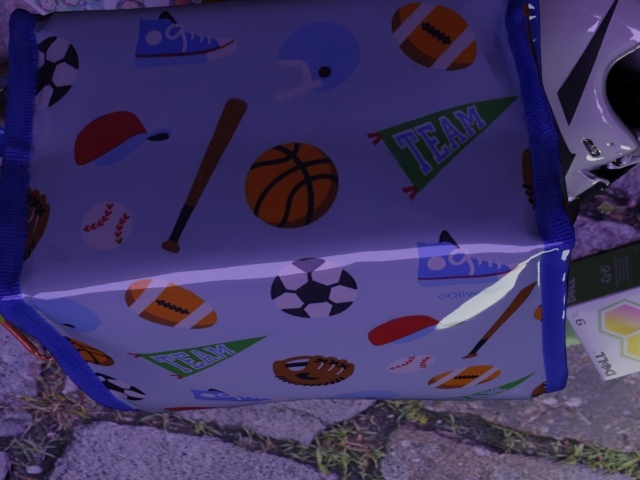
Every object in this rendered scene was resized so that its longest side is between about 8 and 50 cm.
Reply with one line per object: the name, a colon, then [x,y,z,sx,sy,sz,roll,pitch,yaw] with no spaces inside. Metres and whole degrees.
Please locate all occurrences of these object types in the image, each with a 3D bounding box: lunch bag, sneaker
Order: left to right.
lunch bag: [0.000,0.000,0.991,0.327,0.239,0.385,-4,155,9]
sneaker: [0.210,-0.083,1.186,0.146,0.122,0.330,24,152,22]

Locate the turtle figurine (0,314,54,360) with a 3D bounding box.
turtle figurine: [-0.248,0.045,1.423,0.217,0.087,0.269,-9,139,14]

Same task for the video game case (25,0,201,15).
video game case: [-0.168,-0.212,1.229,0.157,0.019,0.143,38,130,-25]

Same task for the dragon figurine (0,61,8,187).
dragon figurine: [-0.251,-0.074,1.301,0.289,0.085,0.144,2,115,3]

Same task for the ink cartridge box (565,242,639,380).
ink cartridge box: [0.290,0.065,1.404,0.209,0.062,0.109,-18,129,22]

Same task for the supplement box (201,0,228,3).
supplement box: [0.026,-0.130,1.166,0.195,0.194,0.357,2,132,6]
